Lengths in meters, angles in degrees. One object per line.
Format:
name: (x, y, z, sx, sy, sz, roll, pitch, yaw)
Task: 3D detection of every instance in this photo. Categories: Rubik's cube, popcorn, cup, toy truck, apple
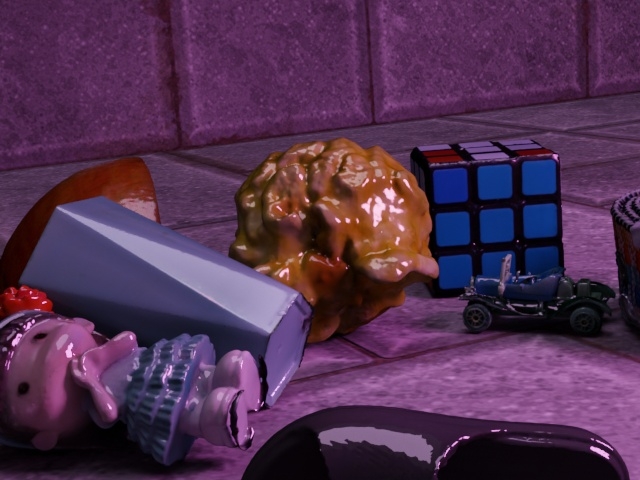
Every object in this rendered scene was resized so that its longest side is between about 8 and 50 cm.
Rubik's cube: (0.198, -0.032, 1.372, 0.162, 0.160, 0.163, -5, 12, 0)
popcorn: (0.005, 0.008, 1.175, 0.235, 0.181, 0.216, -33, 55, -2)
cup: (-0.132, 0.062, 1.023, 0.236, 0.134, 0.148, 20, 19, 16)
toy truck: (0.225, 0.051, 1.178, 0.154, 0.078, 0.080, 1, 14, 19)
apple: (-0.285, 0.010, 1.427, 0.179, 0.254, 0.346, 36, 0, -20)

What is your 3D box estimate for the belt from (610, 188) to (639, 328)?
belt: (0.396, 0.014, 1.123, 0.207, 0.150, 0.257, -9, 12, -2)

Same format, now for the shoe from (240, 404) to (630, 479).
shoe: (0.069, 0.158, 0.664, 0.241, 0.108, 0.093, -1, 8, -3)

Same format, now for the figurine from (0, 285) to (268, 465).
figurine: (-0.166, 0.112, 0.917, 0.246, 0.110, 0.138, 5, 48, 15)
